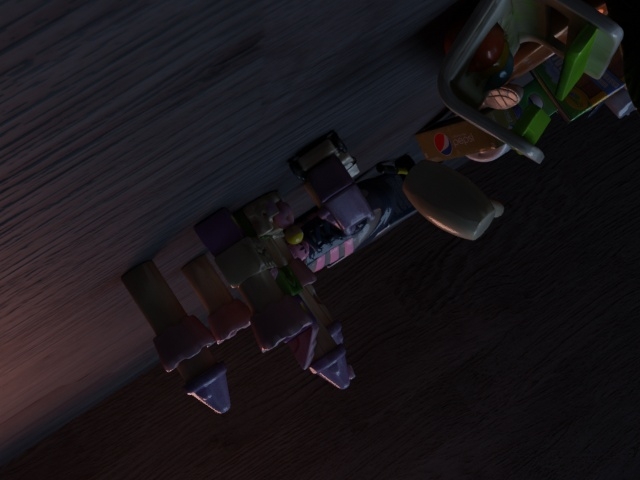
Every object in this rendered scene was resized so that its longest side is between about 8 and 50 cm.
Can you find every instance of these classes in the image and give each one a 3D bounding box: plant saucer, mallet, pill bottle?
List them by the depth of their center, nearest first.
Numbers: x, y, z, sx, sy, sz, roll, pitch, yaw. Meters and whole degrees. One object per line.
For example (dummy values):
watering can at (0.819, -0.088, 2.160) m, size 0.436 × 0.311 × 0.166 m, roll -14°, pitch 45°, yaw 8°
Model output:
plant saucer at (0.309, -0.278, 0.977) m, size 0.200 × 0.037 × 0.200 m, roll -34°, pitch 177°, yaw -2°
pill bottle at (0.333, -0.221, 1.347) m, size 0.186 × 0.112 × 0.112 m, roll -30°, pitch 175°, yaw -44°
mallet at (0.151, -0.126, 1.402) m, size 0.039 × 0.062 × 0.189 m, roll -36°, pitch 175°, yaw 22°

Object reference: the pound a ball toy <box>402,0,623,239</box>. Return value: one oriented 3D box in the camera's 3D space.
pound a ball toy at (0.165, -0.128, 0.710) m, size 0.208 × 0.135 × 0.319 m, roll -57°, pitch 168°, yaw 15°

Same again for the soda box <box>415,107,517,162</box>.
soda box at (0.239, -0.174, 1.201) m, size 0.061 × 0.058 × 0.181 m, roll -31°, pitch -168°, yaw -26°

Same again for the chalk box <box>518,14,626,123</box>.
chalk box at (0.431, -0.283, 1.236) m, size 0.213 × 0.132 × 0.132 m, roll -36°, pitch 176°, yaw 17°

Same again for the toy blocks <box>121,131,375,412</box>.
toy blocks at (-0.025, 0.073, 0.916) m, size 0.309 × 0.260 × 0.288 m, roll -34°, pitch 176°, yaw 7°

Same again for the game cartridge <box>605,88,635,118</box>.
game cartridge at (0.817, -0.461, 1.839) m, size 0.297 × 0.198 × 0.062 m, roll -39°, pitch 144°, yaw 16°

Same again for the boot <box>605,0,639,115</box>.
boot at (0.365, -0.195, 0.780) m, size 0.089 × 0.236 × 0.269 m, roll -16°, pitch 171°, yaw 24°

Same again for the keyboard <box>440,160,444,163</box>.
keyboard at (0.257, -0.177, 2.023) m, size 0.180 × 0.023 × 0.108 m, roll -34°, pitch 170°, yaw 21°

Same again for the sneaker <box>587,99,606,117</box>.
sneaker at (0.694, -0.426, 1.697) m, size 0.323 × 0.130 × 0.236 m, roll -40°, pitch 169°, yaw 10°

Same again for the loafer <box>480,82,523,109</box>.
loafer at (0.256, -0.222, 1.103) m, size 0.039 × 0.045 × 0.125 m, roll -49°, pitch -155°, yaw -22°

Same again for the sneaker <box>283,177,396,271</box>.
sneaker at (0.000, 0.000, 1.365) m, size 0.319 × 0.112 × 0.131 m, roll -36°, pitch 179°, yaw 24°

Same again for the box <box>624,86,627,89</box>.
box at (0.640, -0.401, 1.414) m, size 0.154 × 0.142 × 0.300 m, roll -35°, pitch 176°, yaw 16°

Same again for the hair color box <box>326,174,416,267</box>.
hair color box at (0.119, -0.063, 1.630) m, size 0.174 × 0.105 × 0.347 m, roll -35°, pitch 176°, yaw 27°
